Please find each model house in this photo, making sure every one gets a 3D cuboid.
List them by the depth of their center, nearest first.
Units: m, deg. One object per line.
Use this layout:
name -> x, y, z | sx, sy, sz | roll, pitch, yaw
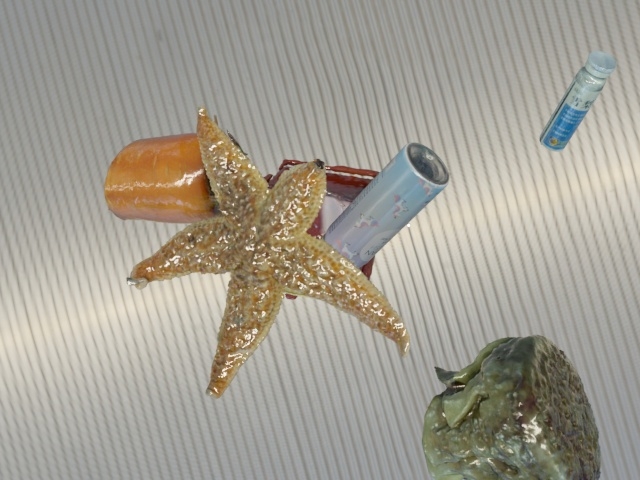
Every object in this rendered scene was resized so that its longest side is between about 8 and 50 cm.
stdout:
model house -> 0.000, 0.000, 1.325 | 0.196, 0.160, 0.254 | 9, 119, 12

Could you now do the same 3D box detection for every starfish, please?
starfish -> -0.056, 0.027, 0.671 | 0.295, 0.048, 0.231 | 44, 103, 12

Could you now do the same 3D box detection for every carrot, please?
carrot -> -0.272, -0.135, 1.579 | 0.331, 0.193, 0.214 | 3, 52, 30

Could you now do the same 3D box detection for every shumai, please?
shumai -> 0.381, 0.403, 1.586 | 0.348, 0.395, 0.395 | -23, 88, 25

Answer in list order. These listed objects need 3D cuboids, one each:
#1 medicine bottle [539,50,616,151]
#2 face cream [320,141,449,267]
medicine bottle -> 0.431, -0.230, 1.259 | 0.051, 0.191, 0.051 | 7, 53, -9
face cream -> 0.072, -0.030, 0.994 | 0.075, 0.075, 0.229 | 46, 129, 4
